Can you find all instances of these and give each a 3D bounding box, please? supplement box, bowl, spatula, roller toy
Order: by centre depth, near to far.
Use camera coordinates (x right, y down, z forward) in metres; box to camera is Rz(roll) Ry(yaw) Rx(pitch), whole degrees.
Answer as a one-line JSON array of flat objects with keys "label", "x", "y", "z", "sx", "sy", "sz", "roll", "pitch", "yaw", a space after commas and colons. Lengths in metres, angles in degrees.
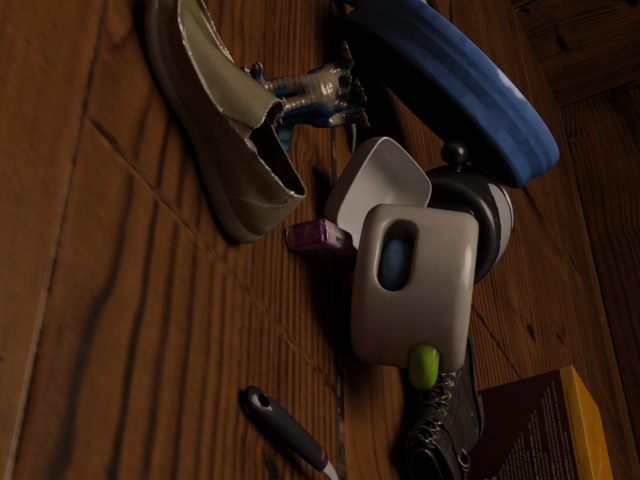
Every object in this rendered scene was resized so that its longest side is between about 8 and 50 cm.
[{"label": "spatula", "x": 0.006, "y": 0.233, "z": 1.110, "sx": 0.296, "sy": 0.030, "sz": 0.084, "roll": 56, "pitch": 24, "yaw": -36}, {"label": "roller toy", "x": 0.105, "y": 0.054, "z": 1.319, "sx": 0.209, "sy": 0.146, "sz": 0.191, "roll": -61, "pitch": 156, "yaw": -70}, {"label": "bowl", "x": 0.066, "y": -0.049, "z": 1.422, "sx": 0.142, "sy": 0.053, "sz": 0.142, "roll": 41, "pitch": 72, "yaw": -43}, {"label": "supplement box", "x": 0.291, "y": 0.307, "z": 1.560, "sx": 0.129, "sy": 0.194, "sz": 0.191, "roll": 51, "pitch": 28, "yaw": -43}, {"label": "bowl", "x": 0.187, "y": -0.227, "z": 1.684, "sx": 0.391, "sy": 0.077, "sz": 0.391, "roll": 44, "pitch": 0, "yaw": 0}]

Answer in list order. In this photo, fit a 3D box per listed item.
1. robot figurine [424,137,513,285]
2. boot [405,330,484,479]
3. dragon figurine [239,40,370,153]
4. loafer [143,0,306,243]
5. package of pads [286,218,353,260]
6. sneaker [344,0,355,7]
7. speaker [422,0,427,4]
[{"label": "robot figurine", "x": 0.185, "y": -0.019, "z": 1.599, "sx": 0.173, "sy": 0.209, "sz": 0.278, "roll": 45, "pitch": 20, "yaw": 5}, {"label": "boot", "x": 0.147, "y": 0.210, "z": 1.421, "sx": 0.263, "sy": 0.091, "sz": 0.229, "roll": 68, "pitch": 20, "yaw": -12}, {"label": "dragon figurine", "x": -0.024, "y": -0.154, "z": 1.302, "sx": 0.289, "sy": 0.144, "sz": 0.085, "roll": 70, "pitch": 2, "yaw": -82}, {"label": "loafer", "x": -0.087, "y": -0.133, "z": 1.104, "sx": 0.268, "sy": 0.092, "sz": 0.102, "roll": 68, "pitch": 20, "yaw": -10}, {"label": "package of pads", "x": 0.000, "y": 0.000, "z": 1.278, "sx": 0.083, "sy": 0.050, "sz": 0.032, "roll": 25, "pitch": 55, "yaw": -64}, {"label": "sneaker", "x": 0.035, "y": -0.461, "z": 1.736, "sx": 0.221, "sy": 0.087, "sz": 0.083, "roll": 63, "pitch": 22, "yaw": -22}, {"label": "speaker", "x": 0.190, "y": -0.428, "z": 2.169, "sx": 0.136, "sy": 0.055, "sz": 0.055, "roll": 59, "pitch": 23, "yaw": -31}]
